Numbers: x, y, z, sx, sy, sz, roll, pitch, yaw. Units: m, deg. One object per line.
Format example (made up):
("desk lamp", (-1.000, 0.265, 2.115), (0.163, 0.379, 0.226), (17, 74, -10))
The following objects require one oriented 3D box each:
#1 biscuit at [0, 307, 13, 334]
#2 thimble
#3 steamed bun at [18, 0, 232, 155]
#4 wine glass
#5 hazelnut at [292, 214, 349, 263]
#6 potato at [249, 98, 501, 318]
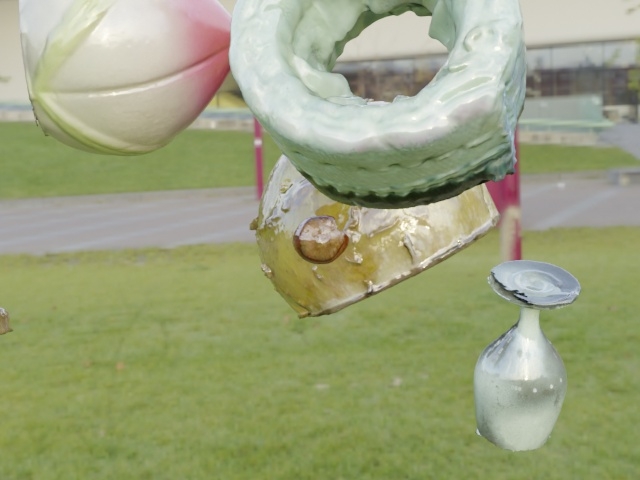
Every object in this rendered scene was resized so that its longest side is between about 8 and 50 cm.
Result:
("biscuit", (-0.466, 0.119, 1.058), (0.259, 0.079, 0.259), (-7, -2, 0))
("thimble", (0.056, -0.140, 0.765), (0.237, 0.237, 0.150), (0, -15, 17))
("steamed bun", (-0.250, -0.266, 1.350), (0.309, 0.309, 0.309), (-3, 7, 0))
("wine glass", (0.265, 0.153, 1.274), (0.126, 0.241, 0.126), (2, 28, -1))
("hazelnut", (0.000, 0.000, 1.491), (0.086, 0.086, 0.086), (-3, 7, 0))
("potato", (0.063, -0.072, 1.768), (0.442, 0.319, 0.385), (-30, 1, 23))
